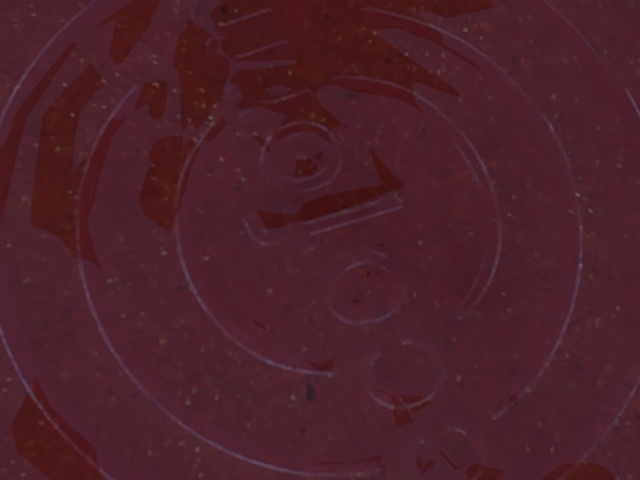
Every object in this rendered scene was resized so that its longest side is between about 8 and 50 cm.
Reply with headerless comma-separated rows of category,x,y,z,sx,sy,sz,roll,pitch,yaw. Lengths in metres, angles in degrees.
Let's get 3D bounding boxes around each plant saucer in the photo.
plant saucer,0.000,0.000,0.393,0.259,0.048,0.258,-22,74,-13
